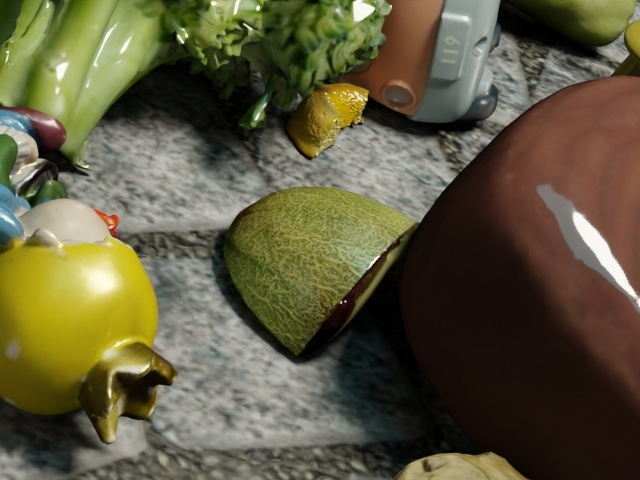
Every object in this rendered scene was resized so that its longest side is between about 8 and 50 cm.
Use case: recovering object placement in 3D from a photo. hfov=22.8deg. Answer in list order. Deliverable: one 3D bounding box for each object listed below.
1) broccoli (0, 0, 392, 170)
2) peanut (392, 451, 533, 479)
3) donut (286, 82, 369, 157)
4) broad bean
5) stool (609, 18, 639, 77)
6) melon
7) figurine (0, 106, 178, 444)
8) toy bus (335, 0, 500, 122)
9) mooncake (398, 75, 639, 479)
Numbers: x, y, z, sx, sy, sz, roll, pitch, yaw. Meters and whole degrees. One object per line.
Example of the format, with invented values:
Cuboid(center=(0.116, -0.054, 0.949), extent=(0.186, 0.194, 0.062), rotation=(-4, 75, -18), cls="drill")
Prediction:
Cuboid(center=(-0.143, -0.226, 1.153), extent=(0.317, 0.338, 0.277), rotation=(-32, 29, -27), cls="broccoli")
Cuboid(center=(0.059, 0.180, 0.875), extent=(0.099, 0.099, 0.214), rotation=(33, 41, 15), cls="peanut")
Cuboid(center=(0.013, -0.101, 1.273), extent=(0.083, 0.038, 0.067), rotation=(-5, 40, -32), cls="donut")
Cuboid(center=(0.229, -0.250, 1.540), extent=(0.174, 0.082, 0.124), rotation=(28, 4, -16), cls="broad bean")
Cuboid(center=(0.301, -0.123, 1.405), extent=(0.135, 0.110, 0.134), rotation=(1, 41, -31), cls="stool")
Cuboid(center=(0.000, 0.000, 1.089), extent=(0.128, 0.079, 0.160), rotation=(32, 35, 11), cls="melon")
Cuboid(center=(-0.163, 0.013, 0.955), extent=(0.234, 0.127, 0.185), rotation=(25, 25, 21), cls="figurine")
Cuboid(center=(0.063, -0.242, 1.370), extent=(0.232, 0.194, 0.287), rotation=(14, 34, 1), cls="toy bus")
Cuboid(center=(0.214, 0.043, 1.035), extent=(0.326, 0.174, 0.334), rotation=(16, 43, -32), cls="mooncake")
